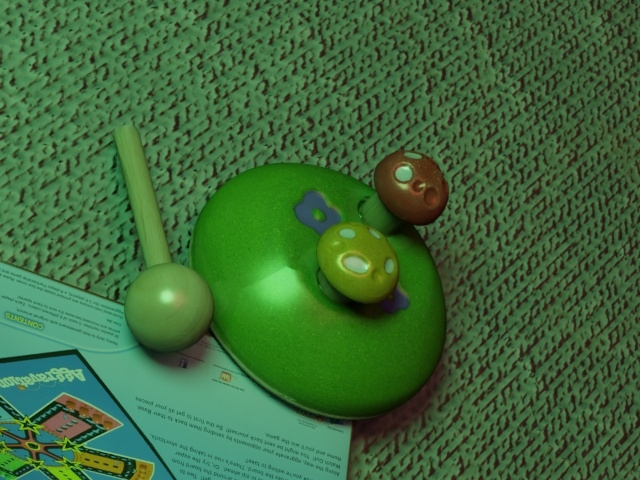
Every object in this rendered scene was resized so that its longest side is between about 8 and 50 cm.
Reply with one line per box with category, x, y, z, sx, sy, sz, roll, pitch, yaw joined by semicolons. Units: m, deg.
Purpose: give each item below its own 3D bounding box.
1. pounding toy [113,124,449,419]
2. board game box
pounding toy;0.000;0.000;1.070;0.237;0.110;0.183;16;49;-28
board game box;-0.110;0.111;1.018;0.281;0.027;0.145;22;55;-22
